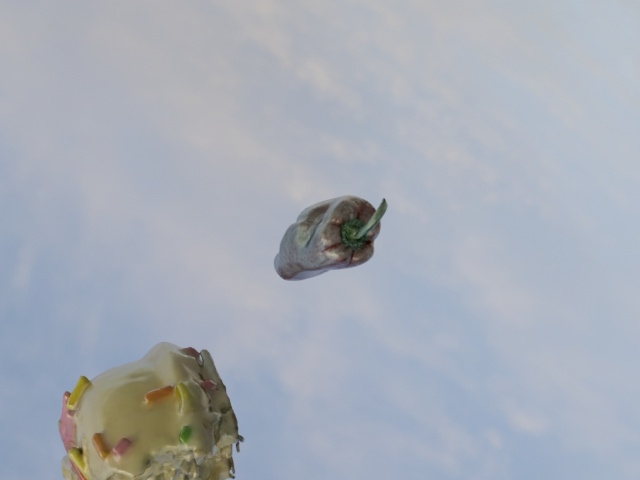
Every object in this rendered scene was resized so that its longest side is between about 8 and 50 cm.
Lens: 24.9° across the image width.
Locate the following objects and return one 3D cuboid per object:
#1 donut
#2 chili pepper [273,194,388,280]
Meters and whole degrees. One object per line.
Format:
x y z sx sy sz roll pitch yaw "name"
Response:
-0.155 0.275 1.356 0.150 0.371 0.307 -8 -165 -14 "donut"
0.000 -0.001 0.877 0.050 0.153 0.041 -29 -84 -22 "chili pepper"
